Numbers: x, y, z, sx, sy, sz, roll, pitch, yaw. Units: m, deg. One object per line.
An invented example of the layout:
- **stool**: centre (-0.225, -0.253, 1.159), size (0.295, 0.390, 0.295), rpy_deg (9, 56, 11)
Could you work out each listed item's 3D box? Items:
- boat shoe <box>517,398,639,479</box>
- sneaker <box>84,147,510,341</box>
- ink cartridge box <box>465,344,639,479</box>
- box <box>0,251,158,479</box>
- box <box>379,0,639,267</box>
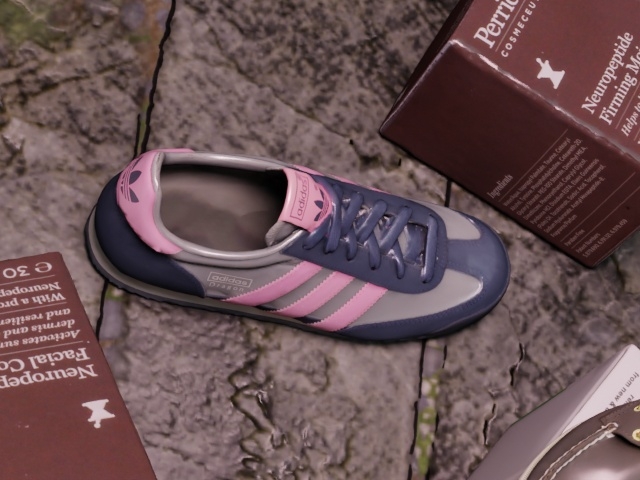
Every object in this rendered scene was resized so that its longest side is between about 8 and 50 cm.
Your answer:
- **boat shoe**: centre (0.219, 0.127, 1.174), size (0.227, 0.069, 0.081), rpy_deg (-22, 77, -25)
- **sneaker**: centre (0.000, 0.000, 1.354), size (0.319, 0.131, 0.112), rpy_deg (5, 68, -16)
- **ink cartridge box**: centre (0.242, 0.235, 1.298), size (0.289, 0.211, 0.121), rpy_deg (43, 62, 1)
- **box**: centre (-0.197, 0.182, 1.125), size (0.191, 0.143, 0.381), rpy_deg (-9, 42, -21)
- **box**: centre (0.188, -0.119, 1.439), size (0.203, 0.167, 0.168), rpy_deg (32, 64, -3)
